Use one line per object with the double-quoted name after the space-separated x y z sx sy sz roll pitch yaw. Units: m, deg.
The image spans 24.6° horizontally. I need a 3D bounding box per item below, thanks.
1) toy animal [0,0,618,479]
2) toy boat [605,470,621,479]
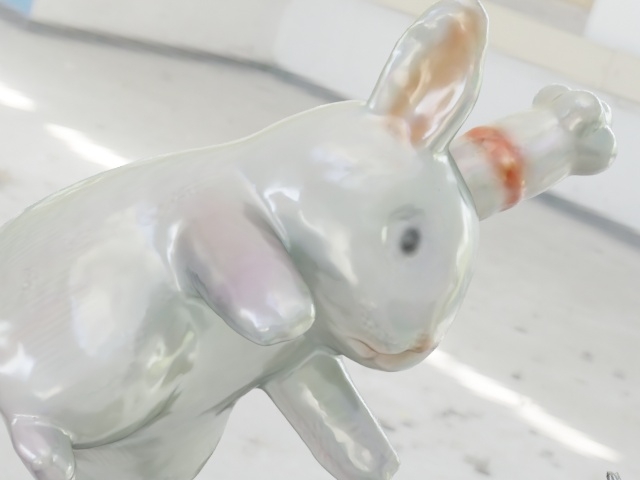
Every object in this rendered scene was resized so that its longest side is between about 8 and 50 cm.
-0.003 0.014 0.571 0.140 0.282 0.138 67 4 -60 "toy animal"
0.252 0.264 1.153 0.066 0.084 0.210 -2 -37 22 "toy boat"
